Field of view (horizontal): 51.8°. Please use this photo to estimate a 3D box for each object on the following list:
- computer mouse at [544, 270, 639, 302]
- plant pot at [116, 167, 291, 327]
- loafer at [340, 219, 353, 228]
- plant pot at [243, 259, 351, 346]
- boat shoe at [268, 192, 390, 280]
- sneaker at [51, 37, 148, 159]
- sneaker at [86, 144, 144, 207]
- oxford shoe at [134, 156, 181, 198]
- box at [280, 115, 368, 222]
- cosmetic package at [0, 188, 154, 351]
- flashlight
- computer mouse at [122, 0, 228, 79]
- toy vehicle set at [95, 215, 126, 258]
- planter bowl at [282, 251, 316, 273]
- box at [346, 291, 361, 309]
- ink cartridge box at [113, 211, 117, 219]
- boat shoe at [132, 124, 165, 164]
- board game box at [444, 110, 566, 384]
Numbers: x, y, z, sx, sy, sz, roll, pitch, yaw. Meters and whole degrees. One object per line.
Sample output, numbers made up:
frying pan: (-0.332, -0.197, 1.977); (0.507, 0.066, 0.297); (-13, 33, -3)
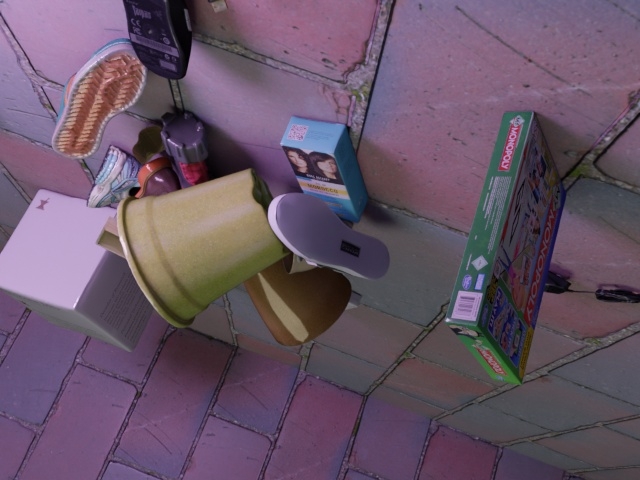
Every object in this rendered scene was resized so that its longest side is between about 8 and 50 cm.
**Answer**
computer mouse: (0.492, 0.084, 1.269); (0.242, 0.041, 0.071); (10, 165, 12)
plant pot: (-0.203, -0.008, 1.266); (0.254, 0.276, 0.276); (-24, 146, 7)
loafer: (0.032, -0.011, 1.460); (0.045, 0.039, 0.125); (26, 158, -12)
plant pot: (-0.090, 0.085, 1.604); (0.237, 0.237, 0.254); (-4, 131, 48)
boat shoe: (0.001, -0.004, 1.244); (0.105, 0.113, 0.306); (1, 166, 46)
sneaker: (-0.395, -0.271, 1.163); (0.108, 0.121, 0.302); (17, 143, -36)
sneaker: (-0.484, -0.124, 1.589); (0.122, 0.110, 0.283); (25, 159, -17)
oxford shoe: (-0.364, -0.086, 1.513); (0.098, 0.097, 0.271); (55, 160, 10)
box: (0.014, -0.121, 1.185); (0.101, 0.060, 0.244); (13, 158, 20)
cosmetic package: (-0.724, 0.100, 2.050); (0.330, 0.327, 0.393); (15, 157, 17)
flashlight: (-0.248, -0.138, 1.345); (0.103, 0.103, 0.304); (-5, 158, -4)
computer mouse: (-0.194, -0.327, 0.898); (0.184, 0.060, 0.262); (19, 147, 19)
toy vehicle set: (-0.436, 0.036, 1.685); (0.267, 0.035, 0.166); (29, 156, -17)
planter bowl: (-0.019, -0.014, 1.377); (0.109, 0.162, 0.162); (-3, 163, -14)
box: (0.002, 0.141, 1.860); (0.186, 0.038, 0.145); (29, 158, -17)
ink cartridge box: (-0.392, 0.007, 1.793); (0.211, 0.121, 0.289); (6, 153, 33)
boat shoe: (-0.342, -0.204, 1.358); (0.056, 0.048, 0.153); (51, 147, -5)
board game box: (0.267, 0.013, 0.912); (0.046, 0.317, 0.213); (4, 153, 36)
